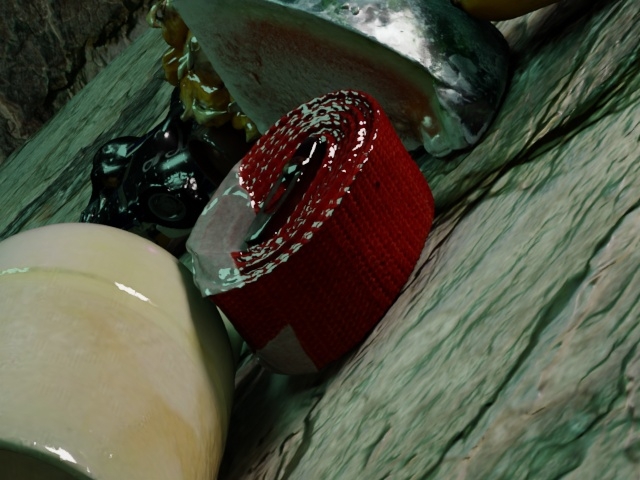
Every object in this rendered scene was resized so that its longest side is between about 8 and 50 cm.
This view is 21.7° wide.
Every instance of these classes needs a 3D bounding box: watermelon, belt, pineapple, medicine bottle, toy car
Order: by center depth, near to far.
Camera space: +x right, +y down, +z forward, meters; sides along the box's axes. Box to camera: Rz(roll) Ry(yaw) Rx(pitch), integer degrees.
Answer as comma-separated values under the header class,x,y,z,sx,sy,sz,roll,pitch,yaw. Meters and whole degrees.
class,x,y,z,sx,sy,sz,roll,pitch,yaw
medicine bottle,-0.182,0.123,1.168,0.236,0.236,0.406,-41,16,22
belt,0.000,0.000,1.214,0.128,0.124,0.201,4,51,42
watermelon,0.007,-0.140,1.427,0.320,0.289,0.213,-110,36,-60
pineapple,-0.058,-0.214,1.533,0.114,0.186,0.236,22,104,42
toy car,-0.167,-0.059,1.836,0.301,0.118,0.193,-33,29,40

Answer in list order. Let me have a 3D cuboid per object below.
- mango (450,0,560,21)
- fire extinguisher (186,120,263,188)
class,x,y,z,sx,sy,sz,roll,pitch,yaw
mango,0.207,-0.274,1.336,0.262,0.109,0.157,-37,23,8
fire extinguisher,0.020,-0.171,1.647,0.341,0.105,0.141,-45,-8,-19
